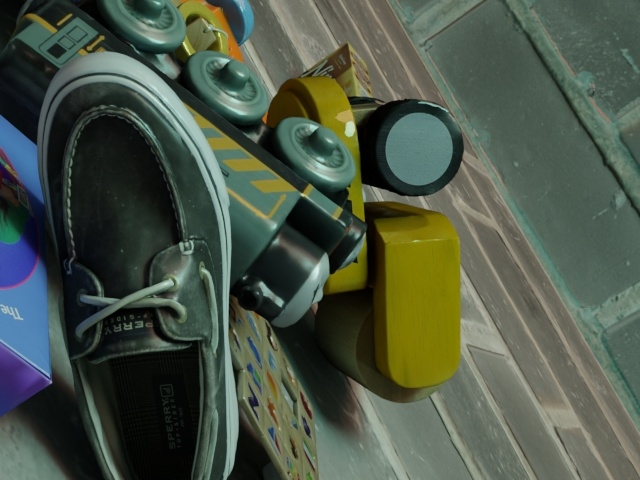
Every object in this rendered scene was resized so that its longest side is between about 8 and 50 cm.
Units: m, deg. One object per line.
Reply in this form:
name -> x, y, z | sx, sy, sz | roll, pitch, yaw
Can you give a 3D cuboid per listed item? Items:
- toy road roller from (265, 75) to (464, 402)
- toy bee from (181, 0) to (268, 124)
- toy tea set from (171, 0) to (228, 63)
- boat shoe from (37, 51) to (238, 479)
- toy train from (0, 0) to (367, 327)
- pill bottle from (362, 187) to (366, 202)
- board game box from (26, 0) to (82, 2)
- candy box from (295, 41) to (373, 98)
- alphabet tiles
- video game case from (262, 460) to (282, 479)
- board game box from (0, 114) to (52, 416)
toy road roller -> 0.000, 0.000, 1.392 | 0.202, 0.240, 0.330 | -159, -116, -70
toy bee -> -0.155, -0.235, 1.486 | 0.195, 0.162, 0.298 | -10, 99, -56
toy tea set -> -0.115, -0.306, 1.248 | 0.200, 0.124, 0.336 | 37, 46, -41
boat shoe -> -0.111, 0.046, 0.910 | 0.119, 0.121, 0.335 | -89, 168, -68
toy train -> -0.116, -0.066, 1.076 | 0.334, 0.142, 0.190 | 38, 35, -5
pill bottle -> -0.010, -0.063, 1.622 | 0.184, 0.103, 0.103 | 60, 16, 13
board game box -> -0.232, -0.218, 1.278 | 0.211, 0.039, 0.160 | 44, -8, -33
candy box -> 0.017, -0.198, 1.950 | 0.053, 0.109, 0.187 | 47, 19, -28
alphabet tiles -> -0.051, 0.110, 1.170 | 0.198, 0.009, 0.237 | -95, 161, -63
video game case -> 0.026, 0.304, 1.170 | 0.183, 0.023, 0.201 | 43, 20, -39
board game box -> -0.307, -0.065, 0.811 | 0.347, 0.078, 0.233 | 44, 20, -37
